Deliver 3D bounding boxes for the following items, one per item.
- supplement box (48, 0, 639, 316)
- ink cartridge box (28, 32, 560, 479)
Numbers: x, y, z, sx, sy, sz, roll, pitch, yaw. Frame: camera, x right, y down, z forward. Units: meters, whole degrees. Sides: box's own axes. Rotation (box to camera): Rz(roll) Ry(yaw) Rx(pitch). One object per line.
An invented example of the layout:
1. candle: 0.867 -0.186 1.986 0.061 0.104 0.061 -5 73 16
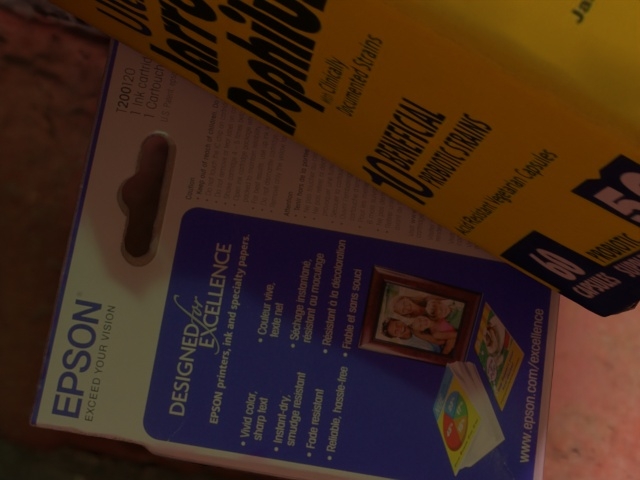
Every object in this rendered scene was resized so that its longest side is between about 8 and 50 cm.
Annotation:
1. supplement box: 0.021 -0.148 0.457 0.357 0.194 0.195 30 79 1
2. ink cartridge box: 0.000 0.000 0.546 0.208 0.045 0.206 12 72 -7
